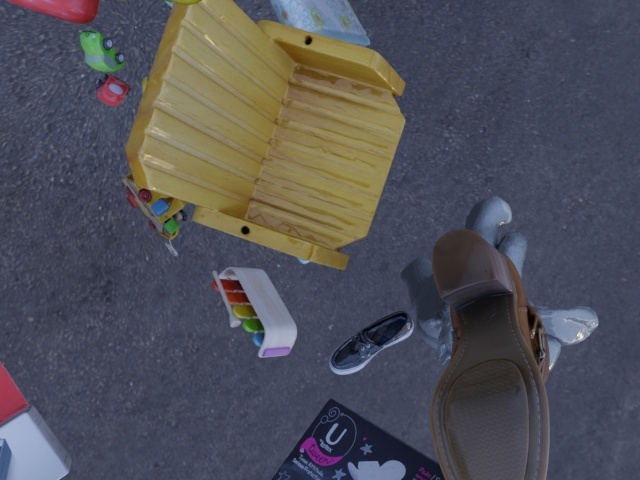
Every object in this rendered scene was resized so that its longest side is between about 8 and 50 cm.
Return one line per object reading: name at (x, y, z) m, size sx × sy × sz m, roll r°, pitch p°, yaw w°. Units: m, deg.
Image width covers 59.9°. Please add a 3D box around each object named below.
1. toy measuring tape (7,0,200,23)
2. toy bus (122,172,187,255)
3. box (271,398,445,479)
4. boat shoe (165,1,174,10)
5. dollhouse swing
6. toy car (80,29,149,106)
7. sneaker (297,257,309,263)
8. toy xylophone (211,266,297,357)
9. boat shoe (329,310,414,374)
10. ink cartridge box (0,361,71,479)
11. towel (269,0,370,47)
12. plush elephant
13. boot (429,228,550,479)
toy measuring tape at (-0.227, -0.220, 0.341) m, size 0.329 × 0.121 × 0.122 m, roll 18°, pitch 104°, yaw -6°
toy bus at (-0.366, -0.090, 1.304) m, size 0.104 × 0.202 × 0.191 m, roll -41°, pitch 79°, yaw -21°
box at (0.089, 0.319, 0.630) m, size 0.142 × 0.247 × 0.163 m, roll -50°, pitch 129°, yaw -19°
boat shoe at (-0.283, -0.536, 1.119) m, size 0.114 × 0.303 × 0.091 m, roll -12°, pitch 151°, yaw -9°
dollhouse swing at (-0.054, -0.163, 0.843) m, size 0.314 × 0.305 × 0.347 m, roll 19°, pitch 89°, yaw 9°
toy car at (-0.426, -0.345, 1.165) m, size 0.225 × 0.238 × 0.053 m, roll 55°, pitch 48°, yaw -63°
sneaker at (0.000, 0.000, 1.056) m, size 0.038 × 0.069 × 0.098 m, roll 40°, pitch 60°, yaw -3°
toy xylophone at (-0.201, 0.183, 1.581) m, size 0.236 × 0.323 × 0.081 m, roll 14°, pitch 124°, yaw -39°
boat shoe at (0.119, 0.237, 1.319) m, size 0.228 × 0.080 × 0.076 m, roll -26°, pitch 146°, yaw -3°
ink cartridge box at (-0.641, 0.383, 0.964) m, size 0.296 × 0.066 × 0.261 m, roll -33°, pitch 99°, yaw -17°
towel at (-0.032, -0.590, 1.336) m, size 0.090 × 0.374 × 0.321 m, roll -28°, pitch 93°, yaw 28°
plush elephant at (0.311, 0.134, 0.967) m, size 0.255 × 0.330 × 0.272 m, roll 31°, pitch 125°, yaw -13°
boot at (0.192, 0.145, 0.590) m, size 0.109 × 0.284 × 0.220 m, roll -21°, pitch 149°, yaw 24°
